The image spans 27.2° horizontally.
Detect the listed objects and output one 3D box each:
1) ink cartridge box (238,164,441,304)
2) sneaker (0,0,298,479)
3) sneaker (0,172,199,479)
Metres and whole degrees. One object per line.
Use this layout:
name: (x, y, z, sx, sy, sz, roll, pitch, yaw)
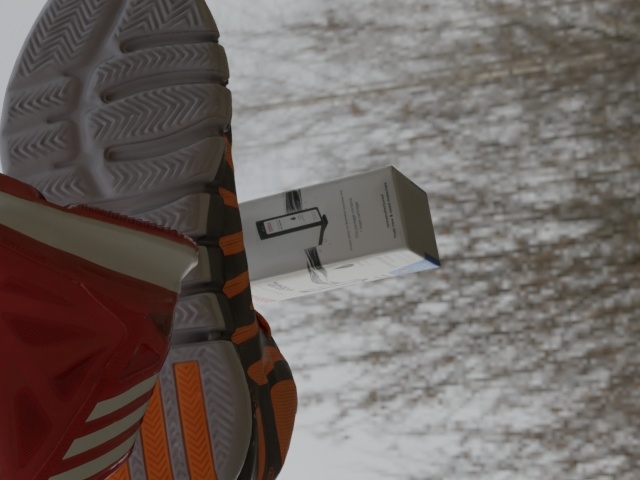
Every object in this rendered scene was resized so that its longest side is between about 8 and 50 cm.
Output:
ink cartridge box: (0.000, 0.000, 1.303, 0.148, 0.203, 0.086, 22, -124, -71)
sneaker: (-0.090, 0.010, 0.748, 0.180, 0.124, 0.321, 62, -158, -72)
sneaker: (-0.139, 0.039, 0.462, 0.221, 0.087, 0.128, 15, -99, -40)
